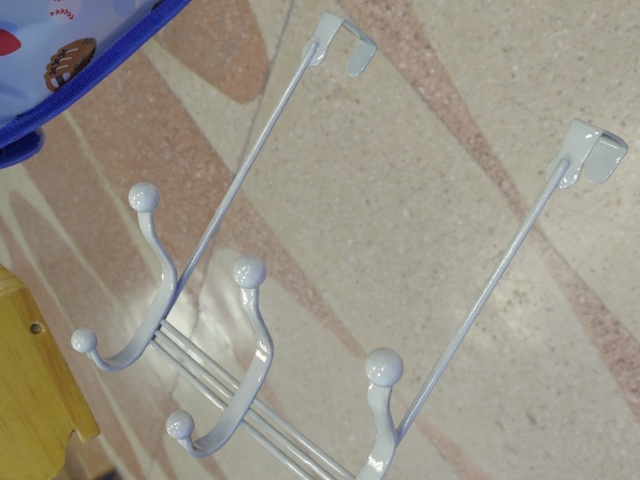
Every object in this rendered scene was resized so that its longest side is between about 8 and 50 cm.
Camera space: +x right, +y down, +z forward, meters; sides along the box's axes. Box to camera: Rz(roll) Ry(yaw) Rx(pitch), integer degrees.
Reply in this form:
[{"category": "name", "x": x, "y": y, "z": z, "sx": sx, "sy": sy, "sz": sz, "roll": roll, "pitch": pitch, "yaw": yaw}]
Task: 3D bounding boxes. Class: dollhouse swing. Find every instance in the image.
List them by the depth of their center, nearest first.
[{"category": "dollhouse swing", "x": -0.549, "y": 0.213, "z": 1.138, "sx": 0.305, "sy": 0.347, "sz": 0.315, "roll": -10, "pitch": 106, "yaw": 59}]

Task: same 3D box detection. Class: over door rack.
[{"category": "over door rack", "x": 0.000, "y": 0.000, "z": 0.555, "sx": 0.240, "sy": 0.324, "sz": 0.108, "roll": 33, "pitch": 173, "yaw": 33}]

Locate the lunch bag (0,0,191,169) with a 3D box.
[{"category": "lunch bag", "x": -0.315, "y": -0.228, "z": 0.650, "sx": 0.328, "sy": 0.385, "sz": 0.238, "roll": 29, "pitch": 154, "yaw": 22}]
